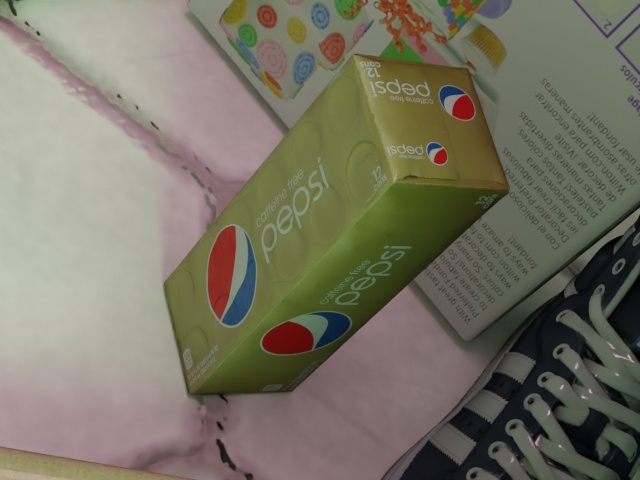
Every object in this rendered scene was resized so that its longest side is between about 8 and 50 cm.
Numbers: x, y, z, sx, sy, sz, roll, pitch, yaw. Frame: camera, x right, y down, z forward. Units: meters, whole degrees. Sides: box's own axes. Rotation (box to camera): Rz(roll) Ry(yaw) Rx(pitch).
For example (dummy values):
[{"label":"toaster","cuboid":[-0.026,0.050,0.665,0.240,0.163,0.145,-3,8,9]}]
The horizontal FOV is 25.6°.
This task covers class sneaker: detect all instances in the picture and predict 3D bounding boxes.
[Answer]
[{"label":"sneaker","cuboid":[0.118,0.087,0.635,0.099,0.153,0.282,42,48,-2]}]

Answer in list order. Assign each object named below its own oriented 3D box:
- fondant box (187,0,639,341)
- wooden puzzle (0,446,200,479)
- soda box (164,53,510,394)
[{"label":"fondant box","cuboid":[0.108,-0.136,0.660,0.238,0.330,0.096,51,44,7]},{"label":"wooden puzzle","cuboid":[-0.071,0.229,0.450,0.348,0.080,0.322,15,52,-16]},{"label":"soda box","cuboid":[0.000,0.000,0.599,0.058,0.181,0.061,2,58,-32]}]
